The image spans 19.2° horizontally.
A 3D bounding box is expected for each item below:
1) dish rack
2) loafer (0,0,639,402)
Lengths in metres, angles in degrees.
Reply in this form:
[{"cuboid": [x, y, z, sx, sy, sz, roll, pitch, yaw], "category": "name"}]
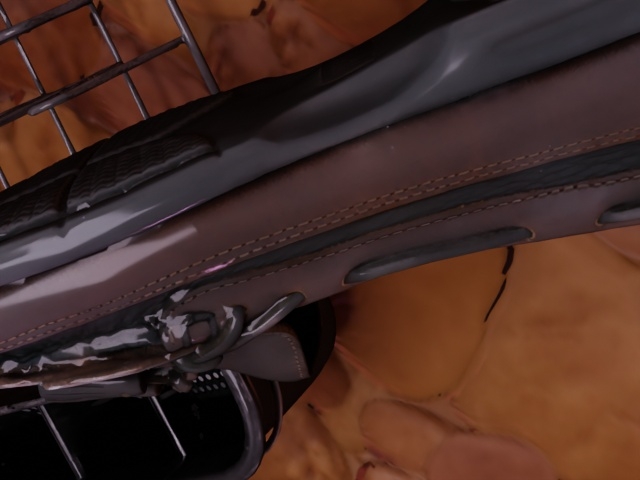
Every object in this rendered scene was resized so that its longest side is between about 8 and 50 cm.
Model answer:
[{"cuboid": [-0.121, -0.045, 0.597, 0.208, 0.074, 0.271, -17, 103, 41], "category": "dish rack"}, {"cuboid": [0.000, 0.000, 0.461, 0.267, 0.096, 0.084, -23, 102, 15], "category": "loafer"}]
